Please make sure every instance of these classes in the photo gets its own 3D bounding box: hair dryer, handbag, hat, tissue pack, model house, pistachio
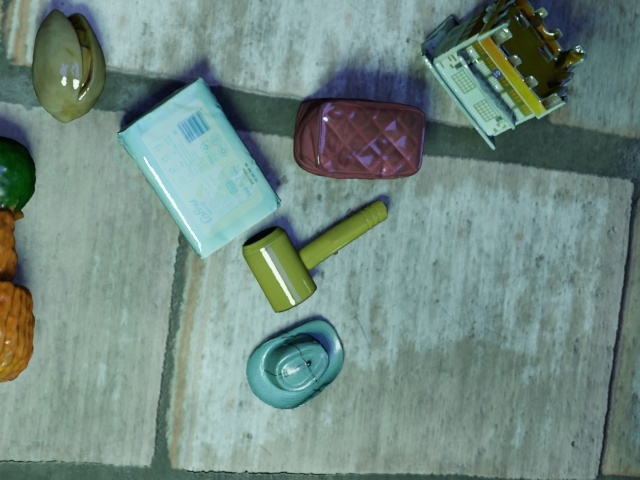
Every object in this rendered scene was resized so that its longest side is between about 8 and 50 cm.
[{"bbox_3d":[0.000,0.000,2.011,0.279,0.090,0.135,-33,102,-19],"label":"hair dryer"},{"bbox_3d":[0.067,-0.180,1.983,0.225,0.135,0.146,1,94,-22],"label":"handbag"},{"bbox_3d":[-0.568,0.024,1.736,0.285,0.285,0.400,10,89,-18],"label":"hat"},{"bbox_3d":[-0.209,-0.125,1.924,0.177,0.089,0.263,-35,107,-10],"label":"tissue pack"},{"bbox_3d":[-0.038,0.224,2.014,0.191,0.078,0.138,-34,102,-12],"label":"hat"},{"bbox_3d":[0.323,-0.315,2.007,0.224,0.215,0.198,48,42,-16],"label":"model house"},{"bbox_3d":[-0.416,-0.287,1.834,0.124,0.124,0.184,0,79,-18],"label":"pistachio"}]
